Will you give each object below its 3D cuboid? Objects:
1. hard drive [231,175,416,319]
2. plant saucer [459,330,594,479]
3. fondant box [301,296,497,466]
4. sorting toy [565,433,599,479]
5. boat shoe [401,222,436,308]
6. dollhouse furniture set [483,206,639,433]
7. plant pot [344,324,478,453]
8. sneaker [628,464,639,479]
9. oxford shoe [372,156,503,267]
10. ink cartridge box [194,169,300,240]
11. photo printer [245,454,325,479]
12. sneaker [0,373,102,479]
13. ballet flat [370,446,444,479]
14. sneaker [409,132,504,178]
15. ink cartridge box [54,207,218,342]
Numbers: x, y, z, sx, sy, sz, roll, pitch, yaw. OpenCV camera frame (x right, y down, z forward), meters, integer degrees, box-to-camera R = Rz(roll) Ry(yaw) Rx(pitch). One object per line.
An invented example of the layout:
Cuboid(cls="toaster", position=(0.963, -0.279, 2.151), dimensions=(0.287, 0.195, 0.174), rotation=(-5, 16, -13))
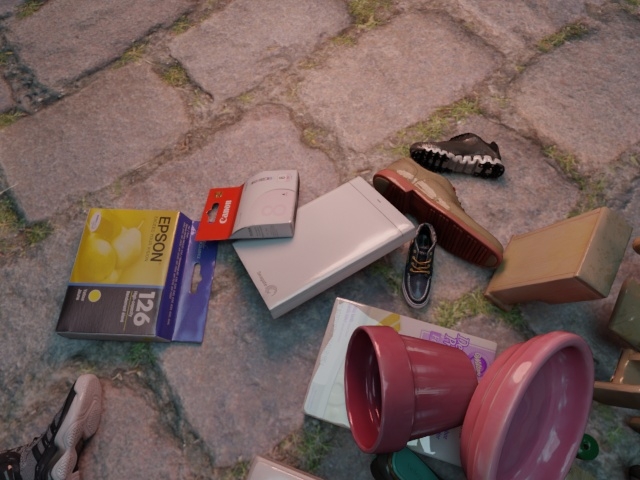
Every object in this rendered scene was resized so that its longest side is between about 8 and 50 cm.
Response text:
Cuboid(cls="hard drive", position=(0.000, 0.000, 0.998), dimensions=(0.353, 0.047, 0.233), rotation=(-29, 47, -10))
Cuboid(cls="plant saucer", position=(0.337, 0.302, 0.730), dimensions=(0.084, 0.332, 0.332), rotation=(16, 61, 50))
Cuboid(cls="fondant box", position=(0.155, 0.275, 0.879), dimensions=(0.331, 0.096, 0.238), rotation=(15, 68, 8))
Cuboid(cls="sorting toy", position=(0.461, 0.498, 0.791), dimensions=(0.132, 0.046, 0.274), rotation=(33, 70, 16))
Cuboid(cls="boat shoe", position=(0.219, 0.054, 0.982), dimensions=(0.065, 0.083, 0.183), rotation=(6, 66, 5))
Cuboid(cls="dollhouse furniture set", position=(0.589, 0.140, 0.895), dimensions=(0.394, 0.256, 0.362), rotation=(35, 71, -6))
Cuboid(cls="plant pot", position=(0.152, 0.246, 0.747), dimensions=(0.181, 0.201, 0.201), rotation=(3, 65, -12))
Cuboid(cls="sneaker", position=(0.595, 0.528, 0.746), dimensions=(0.108, 0.100, 0.271), rotation=(-14, 66, 2))
Cuboid(cls="oxford shoe", position=(0.289, -0.081, 1.023), dimensions=(0.130, 0.123, 0.348), rotation=(-41, 71, -20))
Cuboid(cls="ink cartridge box", position=(-0.170, -0.086, 1.043), dimensions=(0.233, 0.066, 0.188), rotation=(1, 47, 2))
Cuboid(cls="photo printer", position=(-0.047, 0.547, 0.711), dimensions=(0.256, 0.107, 0.307), rotation=(18, 68, 10))
Cuboid(cls="sneaker", position=(-0.533, 0.388, 0.851), dimensions=(0.153, 0.101, 0.268), rotation=(6, 69, 2))
Cuboid(cls="ballet flat", position=(0.199, 0.467, 0.782), dimensions=(0.280, 0.096, 0.095), rotation=(45, 42, 2))
Cuboid(cls="sneaker", position=(0.340, -0.224, 1.110), dimensions=(0.235, 0.078, 0.106), rotation=(10, 64, 3))
Cuboid(cls="ink cartridge box", position=(-0.405, 0.074, 1.010), dimensions=(0.308, 0.072, 0.303), rotation=(0, 65, 5))
